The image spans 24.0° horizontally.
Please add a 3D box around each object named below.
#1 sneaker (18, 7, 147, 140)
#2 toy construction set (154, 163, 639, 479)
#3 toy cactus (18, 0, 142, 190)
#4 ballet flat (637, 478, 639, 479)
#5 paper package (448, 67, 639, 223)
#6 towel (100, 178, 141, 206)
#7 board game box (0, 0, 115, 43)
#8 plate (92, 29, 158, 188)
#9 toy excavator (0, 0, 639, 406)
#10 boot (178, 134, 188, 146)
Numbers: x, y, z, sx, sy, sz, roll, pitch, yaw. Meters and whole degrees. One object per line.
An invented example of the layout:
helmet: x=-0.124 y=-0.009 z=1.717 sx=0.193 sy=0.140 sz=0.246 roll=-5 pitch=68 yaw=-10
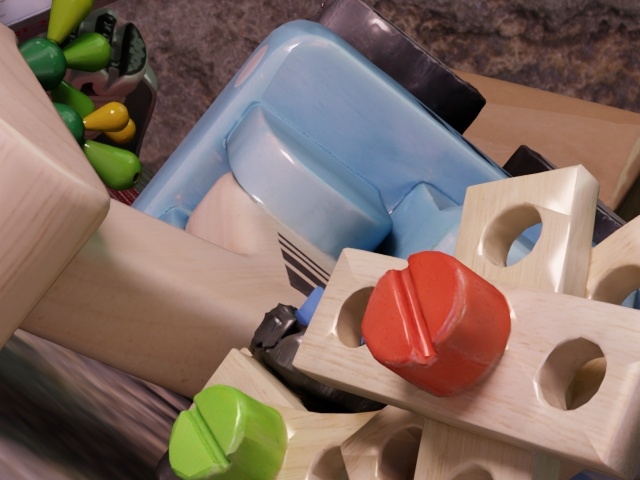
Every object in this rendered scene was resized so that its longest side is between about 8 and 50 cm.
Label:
sneaker: x=-0.297 y=-0.163 z=1.257 sx=0.292 sy=0.118 sz=0.110 roll=22 pitch=44 yaw=-13
toy construction set: x=0.071 y=0.110 z=0.453 sx=0.215 sy=0.151 sz=0.327 roll=39 pitch=-10 yaw=51
toy cactus: x=-0.217 y=-0.115 z=1.033 sx=0.180 sy=0.112 sz=0.219 roll=-30 pitch=94 yaw=-53
ballet flat: x=0.297 y=0.288 z=1.387 sx=0.124 sy=0.116 sz=0.342 roll=21 pitch=-19 yaw=29
paper package: x=0.127 y=0.017 z=1.301 sx=0.325 sy=0.168 sz=0.309 roll=18 pitch=-37 yaw=30
towel: x=-0.186 y=-0.033 z=1.220 sx=0.275 sy=0.031 sz=0.199 roll=36 pitch=4 yaw=-44
board game box: x=-0.238 y=-0.324 z=1.156 sx=0.318 sy=0.319 sz=0.066 roll=65 pitch=-12 yaw=2
plate: x=-0.267 y=-0.177 z=1.447 sx=0.278 sy=0.045 sz=0.277 roll=38 pitch=-24 yaw=5
toy excavator: x=0.000 y=0.021 z=0.676 sx=0.433 sy=0.222 sz=0.445 roll=37 pitch=9 yaw=-16
boot: x=0.000 y=0.000 z=1.035 sx=0.203 sy=0.095 sz=0.262 roll=16 pitch=2 yaw=6
